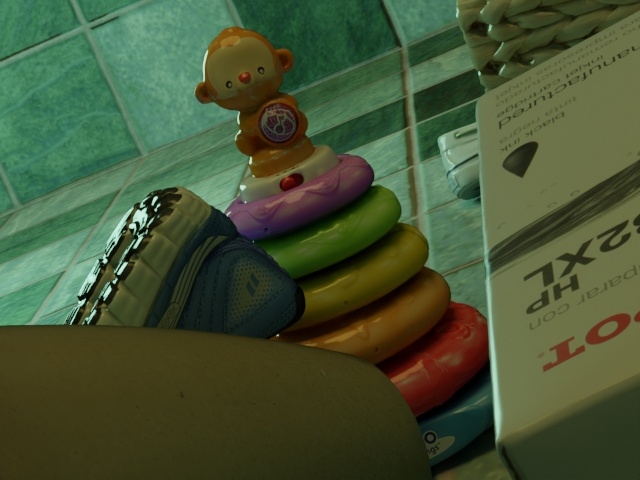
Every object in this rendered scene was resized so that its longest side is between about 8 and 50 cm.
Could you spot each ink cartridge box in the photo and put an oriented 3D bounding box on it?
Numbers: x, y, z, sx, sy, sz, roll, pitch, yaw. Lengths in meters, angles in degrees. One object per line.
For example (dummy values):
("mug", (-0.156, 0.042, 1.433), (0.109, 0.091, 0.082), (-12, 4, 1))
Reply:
("ink cartridge box", (0.185, -0.001, 0.649), (0.223, 0.129, 0.307), (-27, 21, 16))

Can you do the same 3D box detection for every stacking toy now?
("stacking toy", (0.000, 0.000, 1.105), (0.175, 0.302, 0.166), (-22, 12, 4))

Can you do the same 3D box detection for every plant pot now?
("plant pot", (-0.086, 0.147, 0.871), (0.274, 0.256, 0.256), (-12, 3, -36))

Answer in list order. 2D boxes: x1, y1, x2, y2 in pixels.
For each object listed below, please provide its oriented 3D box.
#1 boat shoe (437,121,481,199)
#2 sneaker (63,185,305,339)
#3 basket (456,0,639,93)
("boat shoe", (0.222, -0.120, 1.665), (0.226, 0.076, 0.083), (-24, -16, 4))
("sneaker", (-0.120, 0.138, 1.022), (0.330, 0.147, 0.130), (-57, 15, 9))
("basket", (0.326, -0.131, 1.151), (0.331, 0.266, 0.328), (-13, 17, 47))
